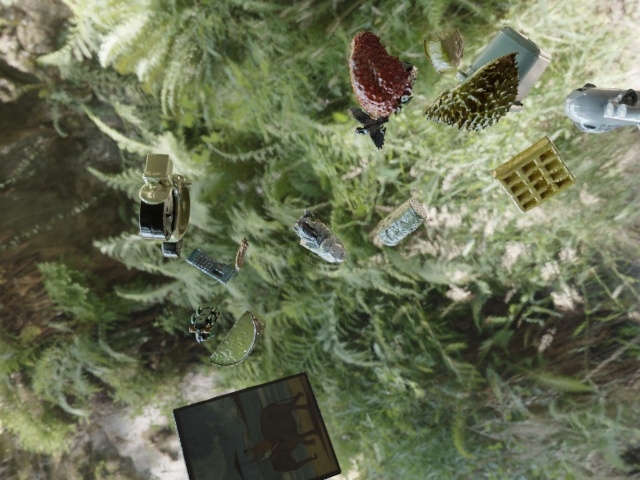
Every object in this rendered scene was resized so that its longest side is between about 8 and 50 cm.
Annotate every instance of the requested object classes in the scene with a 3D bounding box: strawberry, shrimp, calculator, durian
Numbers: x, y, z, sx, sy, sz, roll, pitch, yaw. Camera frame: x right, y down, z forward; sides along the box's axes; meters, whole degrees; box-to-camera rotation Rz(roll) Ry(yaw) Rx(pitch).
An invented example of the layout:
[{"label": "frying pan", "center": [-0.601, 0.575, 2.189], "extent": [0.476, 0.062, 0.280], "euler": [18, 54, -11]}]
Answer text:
[{"label": "strawberry", "center": [0.144, -0.436, 1.606], "extent": [0.236, 0.175, 0.106], "euler": [40, -130, -8]}, {"label": "shrimp", "center": [-0.348, 0.053, 2.593], "extent": [0.184, 0.043, 0.091], "euler": [-81, -4, -48]}, {"label": "calculator", "center": [-0.333, 0.075, 1.769], "extent": [0.172, 0.057, 0.018], "euler": [27, 157, 27]}, {"label": "durian", "center": [0.355, -0.334, 1.357], "extent": [0.144, 0.252, 0.139], "euler": [34, -133, -21]}]

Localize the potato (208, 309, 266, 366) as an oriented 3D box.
[{"label": "potato", "center": [-0.271, 0.345, 2.223], "extent": [0.112, 0.269, 0.255], "euler": [41, -158, 2]}]

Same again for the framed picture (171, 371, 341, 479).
[{"label": "framed picture", "center": [-0.147, 0.473, 1.365], "extent": [0.016, 0.347, 0.264], "euler": [117, 137, -56]}]

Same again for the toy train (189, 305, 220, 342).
[{"label": "toy train", "center": [-0.485, 0.357, 2.468], "extent": [0.227, 0.091, 0.136], "euler": [-77, -12, -71]}]

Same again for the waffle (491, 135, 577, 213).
[{"label": "waffle", "center": [0.748, -0.221, 2.038], "extent": [0.248, 0.221, 0.055], "euler": [39, -155, -36]}]

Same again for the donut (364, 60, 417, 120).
[{"label": "donut", "center": [0.227, -0.500, 1.951], "extent": [0.096, 0.230, 0.216], "euler": [38, -169, 11]}]

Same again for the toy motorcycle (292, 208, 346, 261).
[{"label": "toy motorcycle", "center": [0.000, 0.000, 1.412], "extent": [0.151, 0.074, 0.228], "euler": [39, 178, 2]}]

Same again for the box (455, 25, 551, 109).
[{"label": "box", "center": [0.536, -0.487, 1.652], "extent": [0.175, 0.182, 0.312], "euler": [43, -153, 13]}]

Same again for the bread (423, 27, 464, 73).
[{"label": "bread", "center": [0.395, -0.598, 1.853], "extent": [0.156, 0.086, 0.125], "euler": [-40, -65, -42]}]

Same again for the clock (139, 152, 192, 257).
[{"label": "clock", "center": [-0.482, -0.104, 1.834], "extent": [0.379, 0.120, 0.276], "euler": [117, 157, -78]}]

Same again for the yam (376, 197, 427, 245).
[{"label": "yam", "center": [0.291, -0.069, 2.050], "extent": [0.107, 0.194, 0.107], "euler": [19, -129, -25]}]

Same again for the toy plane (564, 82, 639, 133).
[{"label": "toy plane", "center": [0.670, -0.295, 1.331], "extent": [0.244, 0.245, 0.117], "euler": [-95, 8, -69]}]

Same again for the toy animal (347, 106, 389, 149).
[{"label": "toy animal", "center": [0.156, -0.350, 1.796], "extent": [0.062, 0.108, 0.220], "euler": [106, 148, -41]}]
